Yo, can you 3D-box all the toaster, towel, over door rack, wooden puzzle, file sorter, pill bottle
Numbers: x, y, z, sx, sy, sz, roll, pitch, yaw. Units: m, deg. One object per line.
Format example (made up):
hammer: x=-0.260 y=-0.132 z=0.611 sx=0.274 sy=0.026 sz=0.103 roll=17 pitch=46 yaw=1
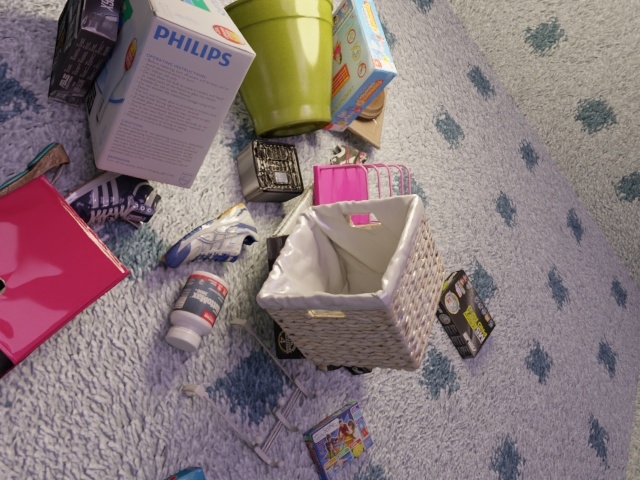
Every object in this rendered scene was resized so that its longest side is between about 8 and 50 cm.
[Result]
toaster: x=-0.154 y=-0.203 z=1.567 sx=0.185 sy=0.110 sz=0.168 roll=-3 pitch=75 yaw=-41
towel: x=0.000 y=0.000 z=1.588 sx=0.324 sy=0.056 sz=0.312 roll=-58 pitch=133 yaw=-38
over door rack: x=-0.154 y=0.388 z=1.344 sx=0.324 sy=0.108 sz=0.239 roll=47 pitch=49 yaw=-15
wooden puzzle: x=0.101 y=-0.526 z=1.932 sx=0.322 sy=0.080 sz=0.348 roll=28 pitch=53 yaw=-29
file sorter: x=0.138 y=-0.133 z=1.588 sx=0.290 sy=0.182 sz=0.202 roll=-13 pitch=102 yaw=-54
pill bottle: x=-0.308 y=0.177 z=1.297 sx=0.108 sy=0.108 sz=0.180 roll=35 pitch=55 yaw=-25

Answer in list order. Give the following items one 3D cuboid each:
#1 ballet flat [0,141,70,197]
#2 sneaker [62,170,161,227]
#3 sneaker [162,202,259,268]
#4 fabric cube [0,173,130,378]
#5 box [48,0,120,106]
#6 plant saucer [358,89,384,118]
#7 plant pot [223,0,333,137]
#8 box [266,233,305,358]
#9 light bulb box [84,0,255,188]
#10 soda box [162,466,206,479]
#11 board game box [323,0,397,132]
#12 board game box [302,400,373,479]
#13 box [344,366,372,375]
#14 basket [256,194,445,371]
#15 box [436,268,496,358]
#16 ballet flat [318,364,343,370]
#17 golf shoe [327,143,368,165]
ballet flat: x=-0.640 y=-0.139 z=1.171 sx=0.067 sy=0.073 sz=0.206 roll=55 pitch=50 yaw=-29
sneaker: x=-0.500 y=-0.071 z=1.238 sx=0.153 sy=0.099 sz=0.282 roll=50 pitch=46 yaw=-11
sneaker: x=-0.274 y=0.011 z=1.386 sx=0.296 sy=0.112 sz=0.131 roll=-36 pitch=98 yaw=-41
fabric cube: x=-0.582 y=0.077 z=1.005 sx=0.254 sy=0.259 sz=0.258 roll=52 pitch=49 yaw=-10
box: x=-0.547 y=-0.491 z=1.217 sx=0.076 sy=0.307 sz=0.242 roll=12 pitch=68 yaw=-36
plant saucer: x=0.137 y=-0.571 z=1.901 sx=0.278 sy=0.041 sz=0.278 roll=19 pitch=58 yaw=-33
plant pot: x=-0.112 y=-0.506 z=1.593 sx=0.366 sy=0.366 sz=0.353 roll=-13 pitch=95 yaw=-42
box: x=0.015 y=0.143 z=1.481 sx=0.395 sy=0.097 sz=0.318 roll=1 pitch=82 yaw=-55
light bulb box: x=-0.368 y=-0.381 z=1.207 sx=0.225 sy=0.361 sz=0.358 roll=10 pitch=36 yaw=-37
soda box: x=-0.351 y=0.572 z=1.136 sx=0.210 sy=0.067 sz=0.071 roll=-14 pitch=82 yaw=-41
board game box: x=0.080 y=-0.556 z=1.655 sx=0.086 sy=0.308 sz=0.302 roll=0 pitch=67 yaw=-33
board game box: x=0.054 y=0.568 z=1.496 sx=0.201 sy=0.035 sz=0.136 roll=-18 pitch=86 yaw=-42
box: x=0.121 y=0.368 z=1.595 sx=0.052 sy=0.083 sz=0.062 roll=43 pitch=52 yaw=-19
basket: x=0.091 y=0.098 z=1.241 sx=0.266 sy=0.328 sz=0.331 roll=60 pitch=40 yaw=-35
box: x=0.543 y=0.278 z=1.996 sx=0.216 sy=0.060 sz=0.270 roll=-37 pitch=98 yaw=-42
ballet flat: x=0.071 y=0.335 z=1.543 sx=0.173 sy=0.057 sz=0.049 roll=-23 pitch=130 yaw=-7
golf shoe: x=0.067 y=-0.216 z=1.781 sx=0.120 sy=0.105 sz=0.273 roll=29 pitch=50 yaw=-8
